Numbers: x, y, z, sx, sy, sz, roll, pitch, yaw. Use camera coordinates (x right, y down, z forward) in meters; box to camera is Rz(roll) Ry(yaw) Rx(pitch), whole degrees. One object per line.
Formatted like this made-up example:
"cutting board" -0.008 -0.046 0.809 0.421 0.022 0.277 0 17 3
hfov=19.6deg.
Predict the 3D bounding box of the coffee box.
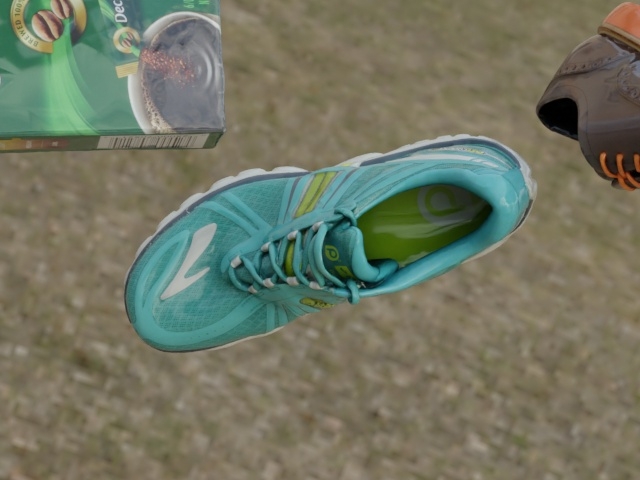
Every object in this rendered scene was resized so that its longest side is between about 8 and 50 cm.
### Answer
"coffee box" -0.137 -0.097 0.846 0.184 0.113 0.040 -1 -7 -10

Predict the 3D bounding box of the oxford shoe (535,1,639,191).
"oxford shoe" 0.216 -0.054 1.084 0.097 0.098 0.271 51 -1 -27

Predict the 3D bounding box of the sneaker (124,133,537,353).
"sneaker" 0.000 0.000 1.157 0.275 0.107 0.110 -20 9 9
